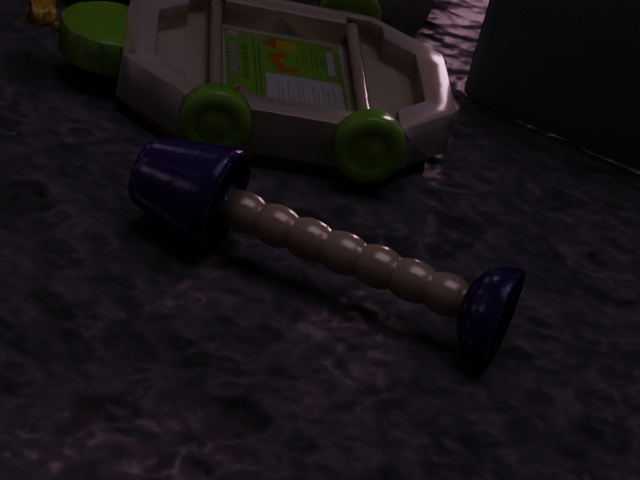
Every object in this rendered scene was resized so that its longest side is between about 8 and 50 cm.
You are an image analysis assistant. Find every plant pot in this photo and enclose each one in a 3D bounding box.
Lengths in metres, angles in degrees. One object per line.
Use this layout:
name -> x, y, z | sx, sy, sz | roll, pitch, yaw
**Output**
plant pot -> 0.293, -0.236, 1.490 | 0.247, 0.252, 0.248 | 25, 52, 18

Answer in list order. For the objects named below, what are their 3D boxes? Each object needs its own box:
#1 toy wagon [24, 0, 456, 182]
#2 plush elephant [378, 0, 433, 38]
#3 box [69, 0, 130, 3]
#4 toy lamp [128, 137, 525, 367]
toy wagon -> -0.066, -0.144, 1.435 | 0.344, 0.068, 0.267 | 9, 30, -8
plush elephant -> 0.068, -0.365, 1.721 | 0.330, 0.255, 0.272 | -41, 99, -19
box -> -0.179, -0.324, 1.623 | 0.163, 0.142, 0.247 | -2, 34, -28
toy lamp -> 0.000, 0.000, 1.206 | 0.275, 0.080, 0.080 | 22, 30, 12
